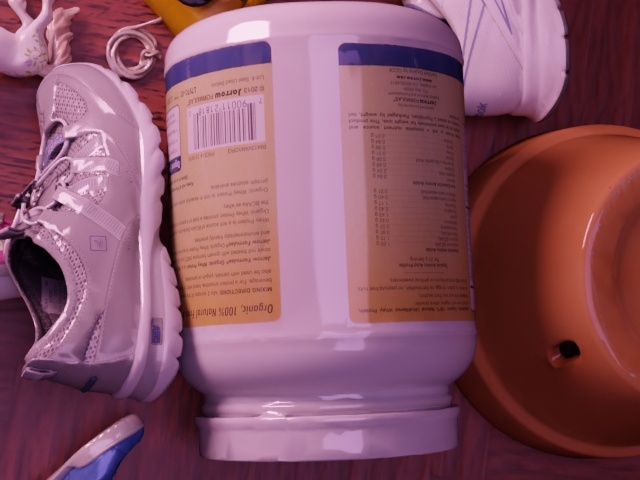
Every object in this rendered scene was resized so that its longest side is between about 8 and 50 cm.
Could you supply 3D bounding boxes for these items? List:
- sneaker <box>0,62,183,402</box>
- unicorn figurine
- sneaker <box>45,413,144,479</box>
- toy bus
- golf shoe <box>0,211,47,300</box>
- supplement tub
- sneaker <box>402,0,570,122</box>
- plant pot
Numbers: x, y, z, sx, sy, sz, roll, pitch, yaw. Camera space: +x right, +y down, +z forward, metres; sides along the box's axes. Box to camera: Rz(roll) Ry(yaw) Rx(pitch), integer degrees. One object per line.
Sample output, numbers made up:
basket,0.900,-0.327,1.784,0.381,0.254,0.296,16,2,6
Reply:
sneaker,-0.176,-0.020,0.920,0.115,0.105,0.281,6,52,-33
unicorn figurine,-0.268,-0.156,0.992,0.162,0.060,0.111,3,83,-14
sneaker,-0.176,0.208,0.980,0.152,0.058,0.084,-42,90,-10
toy bus,-0.069,-0.232,1.030,0.191,0.104,0.202,3,83,-14
golf shoe,-0.353,0.042,0.941,0.306,0.115,0.140,-1,114,-20
supplement tub,0.000,0.000,0.961,0.228,0.228,0.316,-1,85,-15
sneaker,0.131,-0.245,1.086,0.129,0.111,0.297,-5,85,-9
plant pot,0.255,0.035,1.038,0.291,0.203,0.291,2,84,-14
